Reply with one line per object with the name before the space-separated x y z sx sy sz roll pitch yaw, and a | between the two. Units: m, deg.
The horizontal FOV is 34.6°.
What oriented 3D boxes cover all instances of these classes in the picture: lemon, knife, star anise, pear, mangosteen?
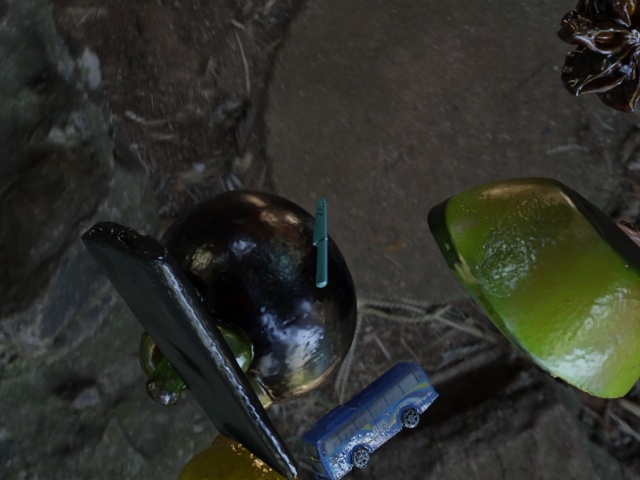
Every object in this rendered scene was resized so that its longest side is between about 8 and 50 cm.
lemon | -0.113 0.373 1.408 0.187 0.244 0.187 -7 147 -5
knife | 0.000 0.000 0.828 0.014 0.091 0.005 -25 136 31
star anise | 0.406 -0.289 1.394 0.190 0.126 0.220 23 102 -32
pear | 0.359 0.036 1.492 0.399 0.399 0.165 35 112 -20
mangosteen | -0.103 0.088 1.333 0.300 0.300 0.300 -4 111 -9

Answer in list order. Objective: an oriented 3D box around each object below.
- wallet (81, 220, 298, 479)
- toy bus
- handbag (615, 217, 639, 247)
wallet | -0.131 0.118 1.102 0.044 0.170 0.321 -43 122 -23
toy bus | 0.050 0.187 1.062 0.153 0.051 0.061 -33 99 -23
handbag | 0.533 0.058 1.846 0.116 0.205 0.179 -20 144 -1
